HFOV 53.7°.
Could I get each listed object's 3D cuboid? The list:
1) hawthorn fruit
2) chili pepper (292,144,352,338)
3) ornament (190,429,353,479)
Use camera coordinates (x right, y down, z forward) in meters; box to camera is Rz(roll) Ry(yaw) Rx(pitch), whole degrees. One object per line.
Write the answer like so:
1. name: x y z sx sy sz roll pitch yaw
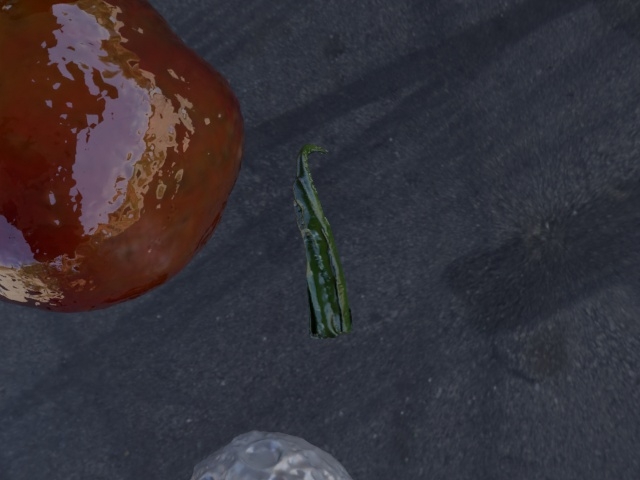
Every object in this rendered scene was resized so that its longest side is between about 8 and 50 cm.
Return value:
1. hawthorn fruit: -0.231 -0.060 0.519 0.287 0.330 0.287 19 136 20
2. chili pepper: 0.000 0.000 1.153 0.085 0.076 0.358 -7 92 -13
3. ornament: -0.089 0.505 1.069 0.338 0.337 0.336 0 90 20
